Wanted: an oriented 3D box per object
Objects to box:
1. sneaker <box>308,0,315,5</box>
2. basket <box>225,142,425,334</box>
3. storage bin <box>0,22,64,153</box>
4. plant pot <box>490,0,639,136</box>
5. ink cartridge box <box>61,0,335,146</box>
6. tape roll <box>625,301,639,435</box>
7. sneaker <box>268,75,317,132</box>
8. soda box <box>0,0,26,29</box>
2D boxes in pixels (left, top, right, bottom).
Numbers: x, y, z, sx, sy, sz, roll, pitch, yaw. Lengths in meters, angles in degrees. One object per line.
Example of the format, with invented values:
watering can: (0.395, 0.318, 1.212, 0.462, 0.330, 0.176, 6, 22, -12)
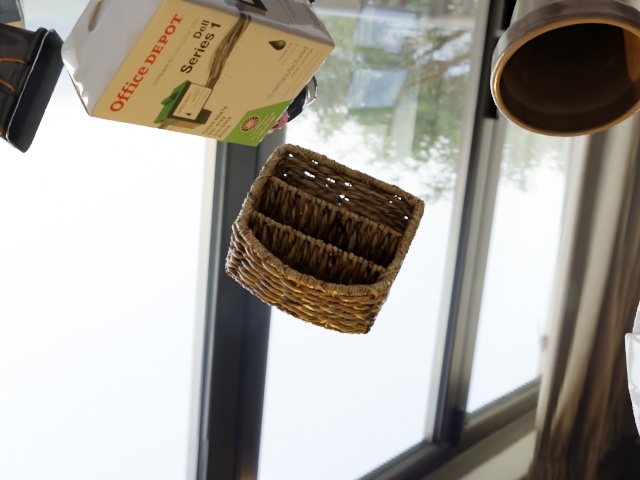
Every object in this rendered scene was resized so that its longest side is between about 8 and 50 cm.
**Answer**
sneaker: (-0.031, -0.276, 1.097, 0.061, 0.158, 0.065, -16, -111, -48)
basket: (0.000, 0.000, 1.558, 0.299, 0.223, 0.213, 25, -146, 7)
storage bin: (-0.353, -0.178, 0.973, 0.091, 0.135, 0.098, 18, 172, 1)
plant pot: (0.411, -0.339, 1.471, 0.262, 0.263, 0.229, 5, -128, -1)
ink cartridge box: (-0.122, -0.190, 0.890, 0.219, 0.160, 0.093, 3, -131, -46)
tape roll: (0.493, 0.134, 0.883, 0.391, 0.392, 0.072, 2, 173, -16)
sneaker: (-0.165, -0.271, 1.321, 0.319, 0.112, 0.131, 29, -132, 9)
soda box: (-0.368, -0.298, 0.951, 0.073, 0.069, 0.216, -5, 165, -12)
